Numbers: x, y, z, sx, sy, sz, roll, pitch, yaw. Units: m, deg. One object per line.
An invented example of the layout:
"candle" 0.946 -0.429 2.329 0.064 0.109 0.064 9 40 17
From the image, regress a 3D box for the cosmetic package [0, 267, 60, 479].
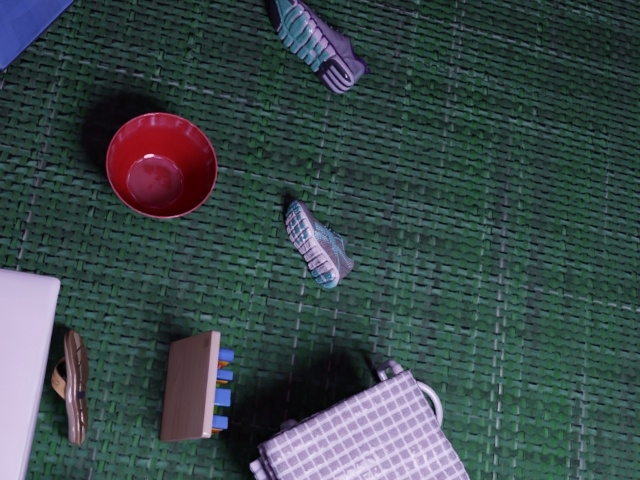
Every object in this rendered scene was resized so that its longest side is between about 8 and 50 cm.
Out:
"cosmetic package" -0.544 0.215 1.318 0.330 0.394 0.327 11 72 -13

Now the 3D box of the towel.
"towel" 0.065 0.352 1.483 0.284 0.121 0.235 -25 79 -21

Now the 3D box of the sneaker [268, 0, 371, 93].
"sneaker" -0.003 -0.376 1.834 0.223 0.083 0.098 53 47 -2

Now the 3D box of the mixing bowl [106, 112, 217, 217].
"mixing bowl" -0.269 -0.111 1.652 0.182 0.098 0.181 4 73 -15

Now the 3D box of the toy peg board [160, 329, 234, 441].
"toy peg board" -0.178 0.235 1.559 0.079 0.161 0.161 13 71 -30

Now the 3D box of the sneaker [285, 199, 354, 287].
"sneaker" 0.000 0.000 1.733 0.076 0.065 0.166 -25 87 -38

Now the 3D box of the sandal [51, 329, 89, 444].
"sandal" -0.393 0.228 1.543 0.049 0.072 0.180 -5 80 4

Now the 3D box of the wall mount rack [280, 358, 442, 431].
"wall mount rack" 0.099 0.378 1.611 0.350 0.130 0.304 -28 85 -21

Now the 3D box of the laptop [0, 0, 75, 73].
"laptop" -0.643 -0.441 1.556 0.408 0.236 0.381 -25 83 -23
